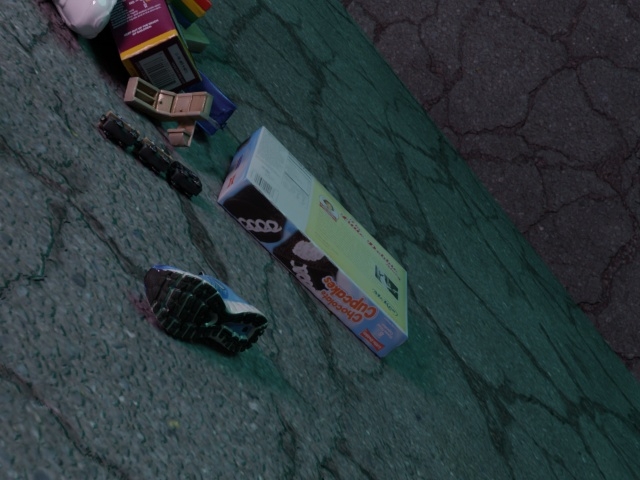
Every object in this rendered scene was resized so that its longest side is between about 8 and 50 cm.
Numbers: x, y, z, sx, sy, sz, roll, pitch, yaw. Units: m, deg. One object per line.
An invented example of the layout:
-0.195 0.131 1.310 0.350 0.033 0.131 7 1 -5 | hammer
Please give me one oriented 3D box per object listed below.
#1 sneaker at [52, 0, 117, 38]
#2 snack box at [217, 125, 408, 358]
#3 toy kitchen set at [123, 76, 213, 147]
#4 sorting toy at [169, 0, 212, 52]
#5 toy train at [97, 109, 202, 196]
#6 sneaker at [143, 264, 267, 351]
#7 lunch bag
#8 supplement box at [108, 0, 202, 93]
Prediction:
-0.338 -0.339 1.319 0.115 0.090 0.232 20 25 -47 | sneaker
0.000 0.000 1.461 0.322 0.060 0.187 45 22 -17 | snack box
-0.195 -0.163 1.321 0.075 0.083 0.068 27 70 -51 | toy kitchen set
-0.279 -0.423 1.603 0.255 0.089 0.257 52 17 6 | sorting toy
-0.202 -0.105 1.243 0.158 0.027 0.036 38 17 -34 | toy train
-0.127 0.063 1.059 0.073 0.063 0.162 41 4 40 | sneaker
-0.166 -0.190 1.446 0.098 0.065 0.067 44 3 -15 | lunch bag
-0.235 -0.291 1.385 0.104 0.081 0.188 65 1 -60 | supplement box
